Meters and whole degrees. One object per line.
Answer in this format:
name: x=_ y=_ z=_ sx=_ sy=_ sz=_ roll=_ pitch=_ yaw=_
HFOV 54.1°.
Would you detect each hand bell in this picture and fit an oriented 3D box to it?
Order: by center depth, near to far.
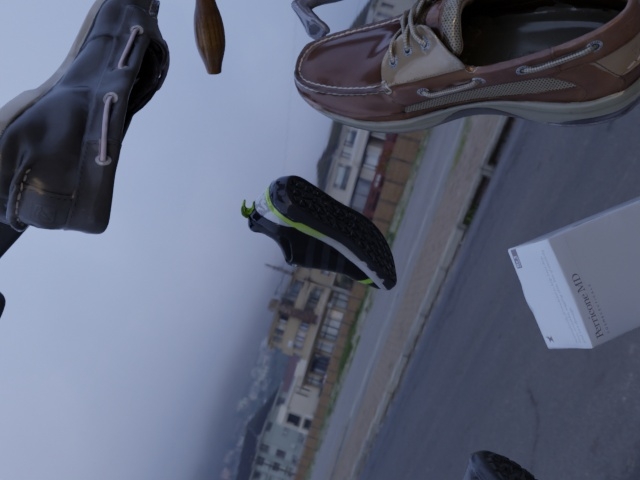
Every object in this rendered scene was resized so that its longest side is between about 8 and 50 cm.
hand bell: x=-0.145 y=-0.322 z=0.760 sx=0.126 sy=0.126 sz=0.241 roll=-65 pitch=-21 yaw=-55

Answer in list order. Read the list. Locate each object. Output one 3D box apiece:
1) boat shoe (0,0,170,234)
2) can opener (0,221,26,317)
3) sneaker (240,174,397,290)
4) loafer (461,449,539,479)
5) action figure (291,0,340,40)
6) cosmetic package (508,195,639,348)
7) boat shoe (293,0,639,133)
boat shoe: x=-0.181 y=-0.123 z=0.548 sx=0.335 sy=0.096 sz=0.112 roll=-82 pitch=14 yaw=-47
can opener: x=-0.374 y=0.016 z=0.726 sx=0.095 sy=0.076 sz=0.283 roll=56 pitch=-134 yaw=-33
sneaker: x=0.000 y=0.000 z=0.811 sx=0.097 sy=0.235 sz=0.084 roll=-35 pitch=33 yaw=31
loafer: x=0.140 y=0.236 z=0.374 sx=0.078 sy=0.220 sz=0.080 roll=-39 pitch=-27 yaw=18
action figure: x=0.065 y=-0.427 z=0.662 sx=0.330 sy=0.179 sz=0.341 roll=-48 pitch=-38 yaw=-31
cosmetic package: x=0.583 y=0.040 z=1.190 sx=0.217 sy=0.385 sz=0.156 roll=67 pitch=164 yaw=4
boat shoe: x=0.116 y=-0.173 z=0.553 sx=0.116 sy=0.325 sz=0.123 roll=44 pitch=-127 yaw=-56
